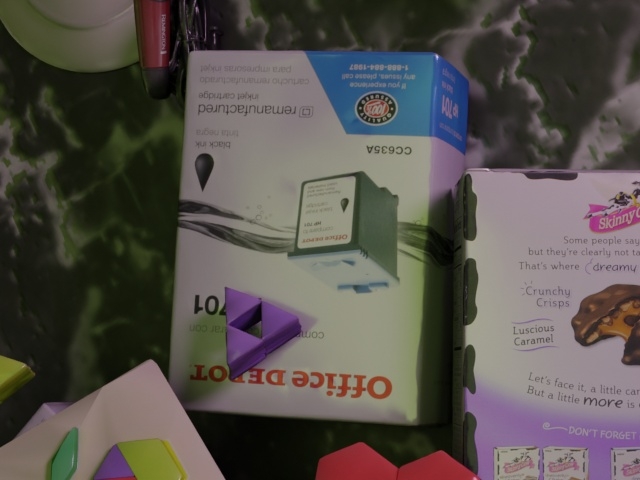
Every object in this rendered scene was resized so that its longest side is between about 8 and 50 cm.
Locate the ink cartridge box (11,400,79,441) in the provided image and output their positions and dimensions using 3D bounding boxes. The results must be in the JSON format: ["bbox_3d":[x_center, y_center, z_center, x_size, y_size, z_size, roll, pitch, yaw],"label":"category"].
[{"bbox_3d":[-0.151,0.171,0.926,0.099,0.056,0.135,41,96,14],"label":"ink cartridge box"}]

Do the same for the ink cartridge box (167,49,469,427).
[{"bbox_3d":[0.000,0.000,0.888,0.139,0.082,0.191,2,84,15],"label":"ink cartridge box"}]

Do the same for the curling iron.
[{"bbox_3d":[-0.090,-0.202,0.894,0.035,0.068,0.274,-1,110,15],"label":"curling iron"}]

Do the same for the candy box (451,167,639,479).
[{"bbox_3d":[0.148,0.064,0.828,0.164,0.070,0.196,1,85,0],"label":"candy box"}]

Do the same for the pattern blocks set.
[{"bbox_3d":[-0.116,0.156,0.789,0.285,0.026,0.325,39,76,27],"label":"pattern blocks set"}]

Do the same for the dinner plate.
[{"bbox_3d":[-0.132,-0.168,0.974,0.141,0.017,0.141,-2,84,17],"label":"dinner plate"}]
